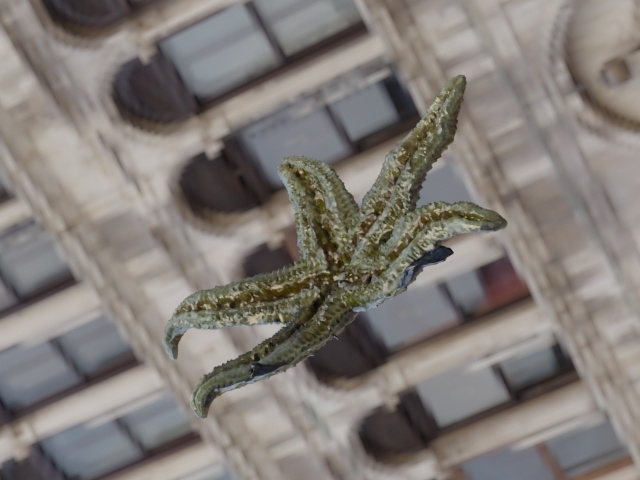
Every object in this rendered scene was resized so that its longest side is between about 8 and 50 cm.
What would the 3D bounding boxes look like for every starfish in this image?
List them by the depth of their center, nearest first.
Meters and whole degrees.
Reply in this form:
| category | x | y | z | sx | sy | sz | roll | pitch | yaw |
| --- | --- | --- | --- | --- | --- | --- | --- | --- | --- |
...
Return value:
| category | x | y | z | sx | sy | sz | roll | pitch | yaw |
| --- | --- | --- | --- | --- | --- | --- | --- | --- | --- |
| starfish | 0.000 | 0.000 | 0.900 | 0.053 | 0.208 | 0.176 | 46 | -163 | -33 |
